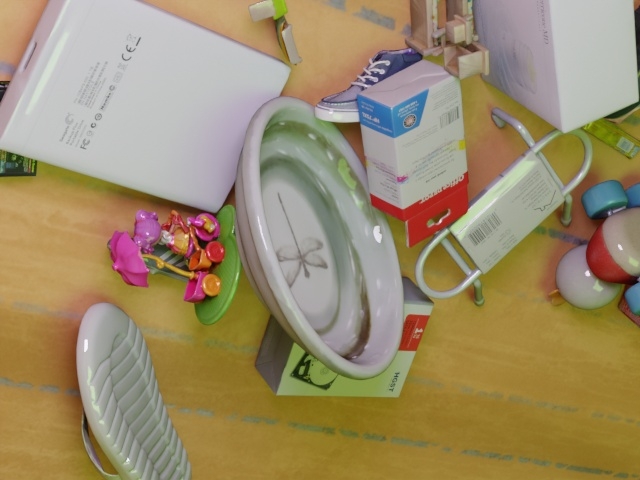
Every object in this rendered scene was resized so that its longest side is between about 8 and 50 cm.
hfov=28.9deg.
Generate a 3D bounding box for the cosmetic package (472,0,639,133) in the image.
[{"bbox_3d":[0.326,-0.308,1.759,0.138,0.224,0.224,-24,125,-16],"label":"cosmetic package"}]

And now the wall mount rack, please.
[{"bbox_3d":[0.287,-0.032,1.966,0.350,0.130,0.304,-42,125,-2],"label":"wall mount rack"}]

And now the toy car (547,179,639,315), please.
[{"bbox_3d":[0.491,0.047,2.110,0.210,0.219,0.238,-3,155,-40],"label":"toy car"}]

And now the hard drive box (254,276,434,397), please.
[{"bbox_3d":[0.037,0.147,1.945,0.232,0.089,0.181,4,115,-31],"label":"hard drive box"}]

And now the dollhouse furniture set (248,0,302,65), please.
[{"bbox_3d":[-0.076,-0.299,1.643,0.058,0.076,0.152,-20,124,-3],"label":"dollhouse furniture set"}]

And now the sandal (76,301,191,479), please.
[{"bbox_3d":[-0.297,0.272,1.817,0.102,0.169,0.416,-2,127,18],"label":"sandal"}]

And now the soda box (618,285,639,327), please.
[{"bbox_3d":[0.626,0.029,2.210,0.092,0.083,0.263,1,116,-29],"label":"soda box"}]

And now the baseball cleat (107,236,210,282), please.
[{"bbox_3d":[-0.203,0.008,1.757,0.205,0.072,0.110,24,88,-39],"label":"baseball cleat"}]

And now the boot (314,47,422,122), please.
[{"bbox_3d":[0.068,-0.223,1.761,0.190,0.069,0.086,-17,120,-40],"label":"boot"}]

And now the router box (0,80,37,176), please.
[{"bbox_3d":[-0.403,-0.141,1.567,0.092,0.038,0.123,-2,118,-28],"label":"router box"}]

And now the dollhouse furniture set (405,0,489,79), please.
[{"bbox_3d":[0.194,-0.340,1.707,0.101,0.161,0.182,-19,125,-19],"label":"dollhouse furniture set"}]

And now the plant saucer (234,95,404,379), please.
[{"bbox_3d":[-0.020,0.005,1.702,0.100,0.401,0.400,-19,133,25],"label":"plant saucer"}]

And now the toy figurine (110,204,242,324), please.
[{"bbox_3d":[-0.201,0.011,1.659,0.159,0.130,0.173,18,66,-28],"label":"toy figurine"}]

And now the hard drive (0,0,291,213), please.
[{"bbox_3d":[-0.225,-0.181,1.608,0.353,0.047,0.233,17,107,-43],"label":"hard drive"}]

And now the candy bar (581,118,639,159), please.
[{"bbox_3d":[0.478,-0.175,2.052,0.161,0.018,0.040,24,107,-37],"label":"candy bar"}]

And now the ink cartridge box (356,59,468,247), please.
[{"bbox_3d":[0.136,-0.121,1.766,0.134,0.078,0.231,-30,128,-29],"label":"ink cartridge box"}]

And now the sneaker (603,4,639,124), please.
[{"bbox_3d":[0.548,-0.315,1.972,0.319,0.112,0.131,-39,145,-1],"label":"sneaker"}]
